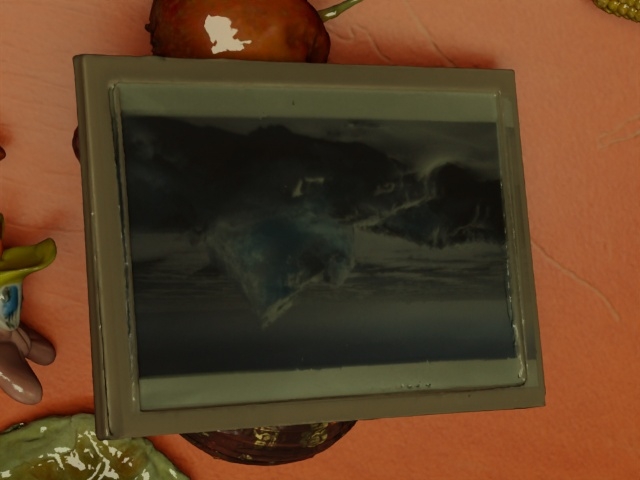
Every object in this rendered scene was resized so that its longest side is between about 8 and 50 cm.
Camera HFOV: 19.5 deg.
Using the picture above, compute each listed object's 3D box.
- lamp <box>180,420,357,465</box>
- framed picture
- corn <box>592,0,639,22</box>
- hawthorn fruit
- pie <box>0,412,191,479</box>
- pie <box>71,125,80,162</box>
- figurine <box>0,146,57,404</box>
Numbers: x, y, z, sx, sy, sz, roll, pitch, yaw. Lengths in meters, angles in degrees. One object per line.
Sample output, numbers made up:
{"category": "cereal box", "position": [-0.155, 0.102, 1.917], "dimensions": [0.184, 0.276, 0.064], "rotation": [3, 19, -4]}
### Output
{"category": "lamp", "position": [-0.061, 0.105, 1.756], "dimensions": [0.247, 0.247, 0.247], "rotation": [-1, 104, -3]}
{"category": "framed picture", "position": [0.000, 0.000, 1.641], "dimensions": [0.446, 0.028, 0.326], "rotation": [-2, 84, -30]}
{"category": "corn", "position": [0.385, -0.229, 1.741], "dimensions": [0.293, 0.106, 0.106], "rotation": [11, 103, 7]}
{"category": "hawthorn fruit", "position": [-0.022, -0.207, 1.729], "dimensions": [0.285, 0.165, 0.165], "rotation": [-20, 104, -12]}
{"category": "pie", "position": [-0.259, 0.311, 1.868], "dimensions": [0.306, 0.071, 0.306], "rotation": [-1, 102, -3]}
{"category": "pie", "position": [-0.141, -0.074, 1.738], "dimensions": [0.182, 0.182, 0.049], "rotation": [18, 66, -8]}
{"category": "figurine", "position": [-0.386, -0.033, 1.735], "dimensions": [0.421, 0.154, 0.193], "rotation": [41, 103, -10]}
